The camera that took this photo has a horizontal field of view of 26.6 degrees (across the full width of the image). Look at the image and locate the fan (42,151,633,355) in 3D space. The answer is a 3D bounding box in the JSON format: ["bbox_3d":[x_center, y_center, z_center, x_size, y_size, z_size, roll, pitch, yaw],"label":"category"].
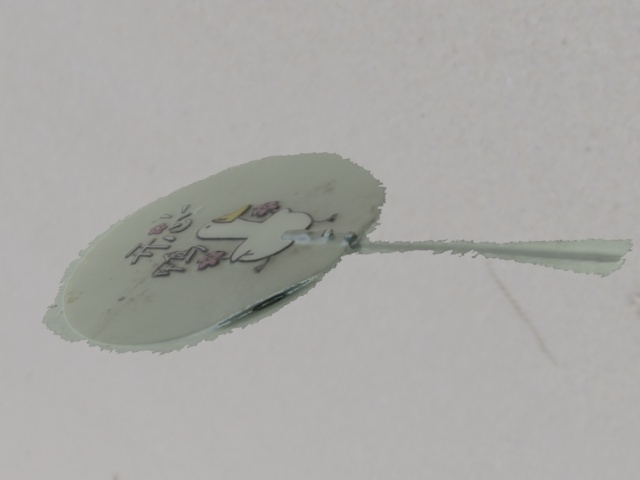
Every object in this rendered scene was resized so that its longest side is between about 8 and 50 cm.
[{"bbox_3d":[0.000,-0.001,0.844,0.415,0.233,0.012,0,126,36],"label":"fan"}]
